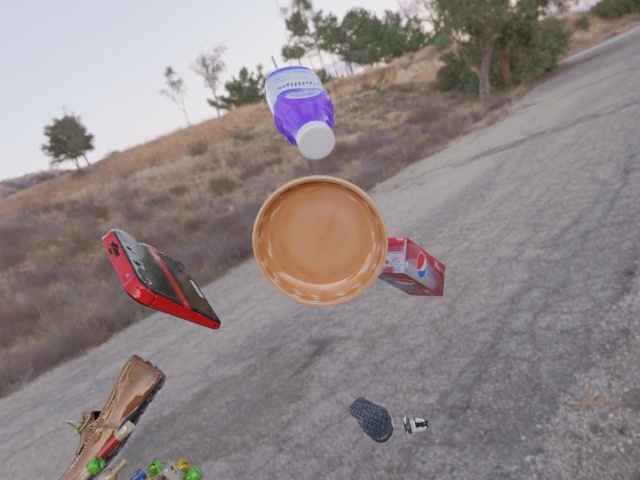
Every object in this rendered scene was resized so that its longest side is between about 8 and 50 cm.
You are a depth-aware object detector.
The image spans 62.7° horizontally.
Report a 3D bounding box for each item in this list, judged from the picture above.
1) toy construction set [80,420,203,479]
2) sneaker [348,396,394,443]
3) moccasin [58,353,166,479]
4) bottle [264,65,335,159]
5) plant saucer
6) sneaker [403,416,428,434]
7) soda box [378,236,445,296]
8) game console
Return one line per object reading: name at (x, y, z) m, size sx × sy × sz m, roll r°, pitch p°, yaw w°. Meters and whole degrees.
toy construction set at (-0.382, 0.554, 1.225) m, size 0.237 × 0.309 × 0.257 m, roll -47°, pitch -16°, yaw 7°
sneaker at (0.156, 0.501, 1.432) m, size 0.084 × 0.097 × 0.235 m, roll -38°, pitch 12°, yaw -8°
moccasin at (-0.571, 0.480, 1.381) m, size 0.380 × 0.147 × 0.139 m, roll -58°, pitch -3°, yaw -11°
bottle at (-0.036, -0.251, 1.017) m, size 0.118 × 0.092 × 0.282 m, roll -10°, pitch 38°, yaw -7°
plant saucer at (0.000, 0.000, 0.783) m, size 0.200 × 0.200 × 0.037 m, roll -21°, pitch 12°, yaw 10°
sneaker at (0.225, 0.433, 1.239) m, size 0.044 × 0.040 × 0.109 m, roll -14°, pitch -18°, yaw 21°
soda box at (0.209, 0.067, 1.232) m, size 0.092 × 0.083 × 0.263 m, roll -2°, pitch -17°, yaw 31°
game console at (-0.515, 0.124, 1.691) m, size 0.060 × 0.342 × 0.386 m, roll -49°, pitch 46°, yaw 3°
